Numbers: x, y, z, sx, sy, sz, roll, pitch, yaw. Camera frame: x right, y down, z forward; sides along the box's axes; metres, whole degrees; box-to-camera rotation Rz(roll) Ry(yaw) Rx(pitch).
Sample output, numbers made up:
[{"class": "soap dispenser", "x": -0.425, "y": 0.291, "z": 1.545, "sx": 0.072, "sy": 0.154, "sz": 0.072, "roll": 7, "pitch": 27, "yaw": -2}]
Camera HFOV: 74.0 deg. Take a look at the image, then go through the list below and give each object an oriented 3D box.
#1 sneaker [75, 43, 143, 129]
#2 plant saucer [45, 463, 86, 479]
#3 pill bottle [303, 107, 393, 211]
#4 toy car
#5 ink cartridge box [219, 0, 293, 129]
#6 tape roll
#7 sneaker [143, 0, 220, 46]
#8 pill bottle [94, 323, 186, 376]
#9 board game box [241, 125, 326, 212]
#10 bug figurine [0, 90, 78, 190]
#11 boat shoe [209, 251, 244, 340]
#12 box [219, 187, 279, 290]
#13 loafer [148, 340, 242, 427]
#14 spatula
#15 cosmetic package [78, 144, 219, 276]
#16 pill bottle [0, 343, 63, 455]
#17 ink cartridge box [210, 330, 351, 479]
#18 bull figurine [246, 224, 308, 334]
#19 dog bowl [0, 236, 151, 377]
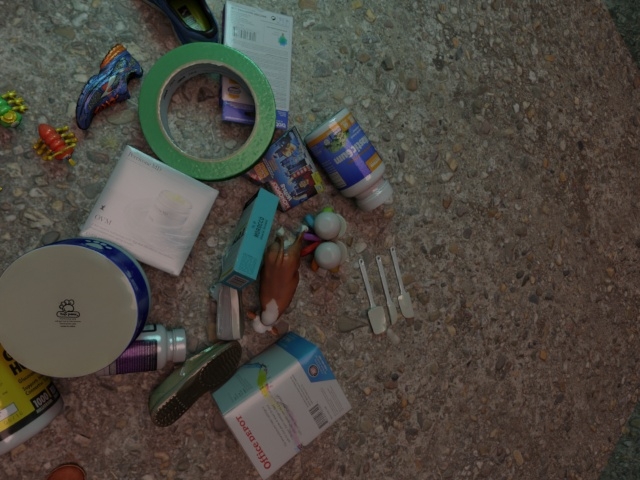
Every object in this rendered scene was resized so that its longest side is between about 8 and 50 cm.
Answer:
[{"class": "sneaker", "x": -0.491, "y": -0.347, "z": 0.986, "sx": 0.087, "sy": 0.083, "sz": 0.221, "roll": 33, "pitch": 79, "yaw": -26}, {"class": "plant saucer", "x": -0.585, "y": 0.555, "z": 0.974, "sx": 0.083, "sy": 0.013, "sz": 0.084, "roll": 0, "pitch": 89, "yaw": -23}, {"class": "pill bottle", "x": 0.089, "y": -0.220, "z": 1.201, "sx": 0.152, "sy": 0.152, "sz": 0.272, "roll": -43, "pitch": 105, "yaw": -18}, {"class": "toy car", "x": 0.000, "y": 0.000, "z": 1.181, "sx": 0.136, "sy": 0.159, "sz": 0.182, "roll": -2, "pitch": 91, "yaw": 13}, {"class": "ink cartridge box", "x": -0.173, "y": -0.456, "z": 1.135, "sx": 0.185, "sy": 0.065, "sz": 0.312, "roll": 2, "pitch": 87, "yaw": -24}, {"class": "tape roll", "x": -0.268, "y": -0.307, "z": 1.035, "sx": 0.320, "sy": 0.077, "sz": 0.322, "roll": 0, "pitch": 94, "yaw": -6}, {"class": "sneaker", "x": -0.353, "y": -0.604, "z": 1.010, "sx": 0.330, "sy": 0.147, "sz": 0.130, "roll": 48, "pitch": 72, "yaw": -16}, {"class": "pill bottle", "x": -0.421, "y": 0.254, "z": 0.997, "sx": 0.193, "sy": 0.108, "sz": 0.108, "roll": 1, "pitch": 90, "yaw": -24}, {"class": "board game box", "x": -0.113, "y": -0.182, "z": 1.161, "sx": 0.194, "sy": 0.060, "sz": 0.194, "roll": -31, "pitch": 102, "yaw": -20}, {"class": "bug figurine", "x": -0.684, "y": -0.193, "z": 0.902, "sx": 0.279, "sy": 0.072, "sz": 0.216, "roll": -43, "pitch": 106, "yaw": -18}, {"class": "boat shoe", "x": -0.246, "y": 0.143, "z": 1.089, "sx": 0.081, "sy": 0.079, "sz": 0.228, "roll": -6, "pitch": 80, "yaw": 0}, {"class": "box", "x": -0.176, "y": -0.005, "z": 1.064, "sx": 0.060, "sy": 0.100, "sz": 0.245, "roll": 27, "pitch": 56, "yaw": -23}, {"class": "loafer", "x": -0.314, "y": 0.333, "z": 1.053, "sx": 0.268, "sy": 0.092, "sz": 0.102, "roll": -36, "pitch": 131, "yaw": -35}, {"class": "spatula", "x": 0.203, "y": 0.153, "z": 1.322, "sx": 0.168, "sy": 0.019, "sz": 0.242, "roll": -18, "pitch": 97, "yaw": -22}, {"class": "cosmetic package", "x": -0.394, "y": -0.063, "z": 0.995, "sx": 0.224, "sy": 0.138, "sz": 0.225, "roll": 27, "pitch": 78, "yaw": -22}, {"class": "pill bottle", "x": -0.680, "y": 0.246, "z": 0.838, "sx": 0.187, "sy": 0.188, "sz": 0.334, "roll": -28, "pitch": 101, "yaw": -21}, {"class": "ink cartridge box", "x": -0.107, "y": 0.405, "z": 1.086, "sx": 0.270, "sy": 0.197, "sz": 0.198, "roll": -32, "pitch": 103, "yaw": -21}, {"class": "bull figurine", "x": -0.108, "y": 0.100, "z": 1.085, "sx": 0.101, "sy": 0.311, "sz": 0.189, "roll": 19, "pitch": 42, "yaw": -4}, {"class": "dog bowl", "x": -0.484, "y": 0.129, "z": 0.845, "sx": 0.264, "sy": 0.104, "sz": 0.265, "roll": -1, "pitch": 96, "yaw": -9}]
